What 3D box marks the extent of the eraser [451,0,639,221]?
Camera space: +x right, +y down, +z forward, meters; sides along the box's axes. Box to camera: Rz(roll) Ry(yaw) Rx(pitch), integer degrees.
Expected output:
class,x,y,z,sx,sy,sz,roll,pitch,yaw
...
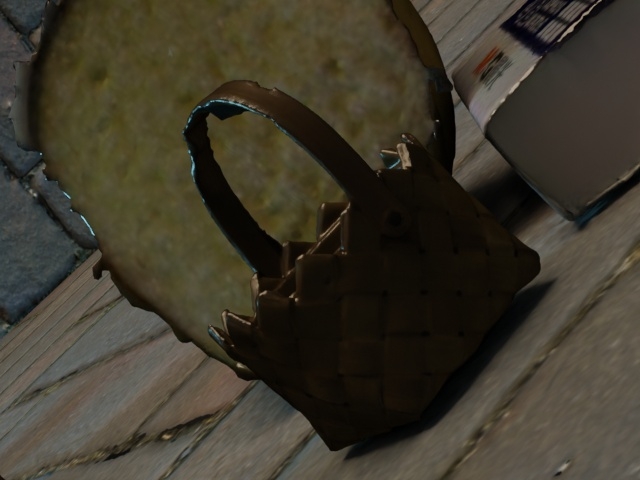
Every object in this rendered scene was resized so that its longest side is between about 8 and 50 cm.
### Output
class,x,y,z,sx,sy,sz,roll,pitch,yaw
eraser,0.150,-0.100,1.002,0.130,0.086,0.287,-41,8,7

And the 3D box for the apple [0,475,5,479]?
class,x,y,z,sx,sy,sz,roll,pitch,yaw
apple,-0.227,0.192,0.867,0.174,0.188,0.188,-53,13,-33

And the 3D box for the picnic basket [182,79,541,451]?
class,x,y,z,sx,sy,sz,roll,pitch,yaw
picnic basket,0.000,0.000,0.837,0.138,0.178,0.128,-46,9,-32

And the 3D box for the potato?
class,x,y,z,sx,sy,sz,roll,pitch,yaw
potato,-0.021,-0.074,1.111,0.288,0.301,0.237,-37,-8,21
